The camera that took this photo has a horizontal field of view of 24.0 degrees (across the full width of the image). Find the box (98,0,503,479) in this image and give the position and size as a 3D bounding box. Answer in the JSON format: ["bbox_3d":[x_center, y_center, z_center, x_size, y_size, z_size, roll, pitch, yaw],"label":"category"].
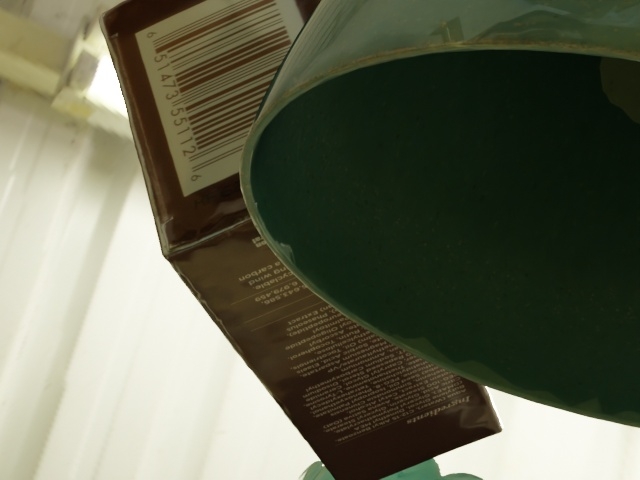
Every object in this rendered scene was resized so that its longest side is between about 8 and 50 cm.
[{"bbox_3d":[0.000,0.000,0.998,0.143,0.381,0.191,-23,-124,6],"label":"box"}]

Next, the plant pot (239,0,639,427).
[{"bbox_3d":[0.136,-0.068,0.588,0.290,0.290,0.195,26,-115,-15],"label":"plant pot"}]

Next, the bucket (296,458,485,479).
[{"bbox_3d":[0.045,0.322,1.217,0.281,0.281,0.183,52,-138,-4],"label":"bucket"}]
